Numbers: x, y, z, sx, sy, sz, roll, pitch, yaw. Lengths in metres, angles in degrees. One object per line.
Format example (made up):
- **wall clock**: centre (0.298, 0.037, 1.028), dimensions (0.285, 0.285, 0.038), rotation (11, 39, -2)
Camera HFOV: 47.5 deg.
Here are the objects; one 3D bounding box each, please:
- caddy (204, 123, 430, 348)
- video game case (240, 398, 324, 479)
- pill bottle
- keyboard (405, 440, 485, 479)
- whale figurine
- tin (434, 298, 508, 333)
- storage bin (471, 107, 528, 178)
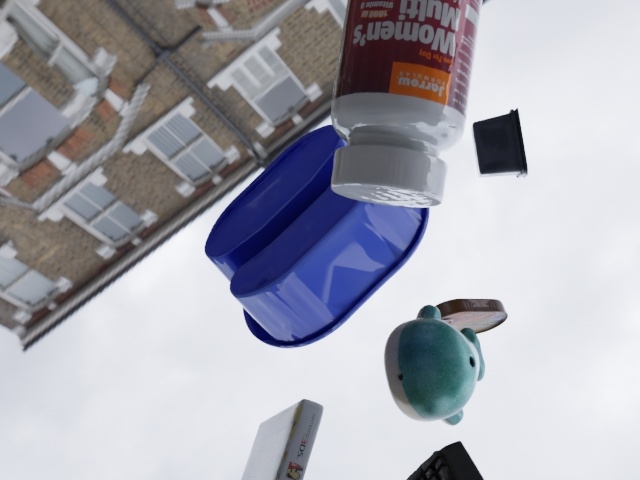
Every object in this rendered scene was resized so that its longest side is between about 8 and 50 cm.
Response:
- **caddy**: centre (0.000, 0.000, 1.068), dimensions (0.341, 0.179, 0.241), rotation (-44, -140, 1)
- **video game case**: centre (-0.062, 0.266, 0.695), dimensions (0.227, 0.026, 0.206), rotation (126, -16, -66)
- **pill bottle**: centre (0.074, -0.147, 0.649), dimensions (0.121, 0.121, 0.221), rotation (4, -97, 39)
- **keyboard**: centre (0.095, 0.314, 0.580), dimensions (0.201, 0.033, 0.317), rotation (-56, -164, 10)
- **whale figurine**: centre (0.231, 0.215, 1.277), dimensions (0.141, 0.272, 0.216), rotation (-19, -102, 39)
- **tin**: centre (0.294, 0.156, 1.478), dimensions (0.106, 0.190, 0.040), rotation (-54, -136, 42)
- **storage bin**: centre (0.352, -0.185, 1.442), dimensions (0.091, 0.098, 0.135), rotation (-7, -93, 8)
